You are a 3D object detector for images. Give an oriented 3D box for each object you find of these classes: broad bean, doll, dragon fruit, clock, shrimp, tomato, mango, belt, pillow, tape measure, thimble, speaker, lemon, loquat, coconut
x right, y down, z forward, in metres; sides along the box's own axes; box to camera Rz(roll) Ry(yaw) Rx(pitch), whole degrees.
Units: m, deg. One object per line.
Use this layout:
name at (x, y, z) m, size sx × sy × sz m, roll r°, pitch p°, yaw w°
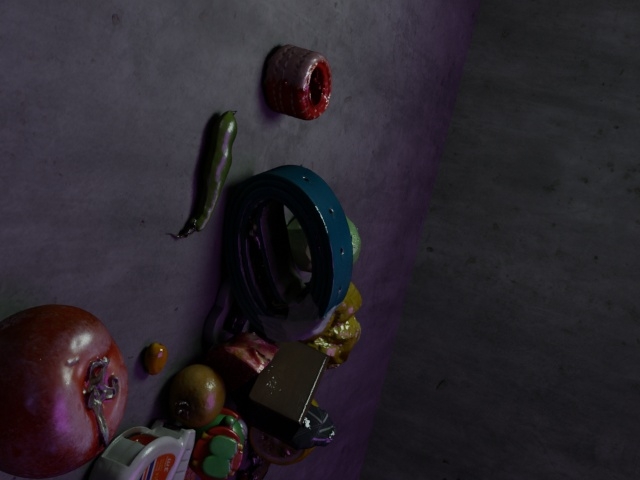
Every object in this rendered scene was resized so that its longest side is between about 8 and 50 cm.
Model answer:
broad bean at (-0.246, -0.147, 1.542) m, size 0.318 × 0.056 × 0.098 m, roll -69°, pitch 159°, yaw -7°
doll at (-0.274, 0.527, 1.795) m, size 0.363 × 0.160 × 0.183 m, roll 115°, pitch -12°, yaw -83°
dragon fruit at (-0.211, 0.300, 1.770) m, size 0.161 × 0.126 × 0.274 m, roll -36°, pitch 176°, yaw -43°
clock at (-0.229, 0.197, 1.828) m, size 0.198 × 0.064 × 0.172 m, roll -68°, pitch 158°, yaw -14°
shrimp at (-0.224, 0.751, 2.269) m, size 0.173 × 0.058 × 0.253 m, roll -52°, pitch 152°, yaw -28°
tomato at (-0.442, 0.239, 1.084) m, size 0.270 × 0.227 × 0.270 m, roll -2°, pitch 90°, yaw -80°
mango at (-0.373, 0.270, 1.543) m, size 0.060 × 0.046 × 0.089 m, roll -39°, pitch 153°, yaw -53°
belt at (-0.080, 0.033, 1.725) m, size 0.173 × 0.300 × 0.437 m, roll -36°, pitch 121°, yaw -59°
pillow at (-0.110, 0.494, 1.999) m, size 0.161 × 0.335 × 0.092 m, roll -52°, pitch 173°, yaw -39°
tape measure at (-0.409, 0.545, 1.539) m, size 0.265 × 0.130 × 0.258 m, roll 26°, pitch 77°, yaw -64°
thimble at (-0.057, -0.400, 1.745) m, size 0.163 × 0.125 × 0.189 m, roll -65°, pitch 158°, yaw -16°
speaker at (-0.101, 0.407, 1.905) m, size 0.153 × 0.192 × 0.231 m, roll 115°, pitch 1°, yaw -50°
lemon at (-0.108, 0.570, 2.169) m, size 0.219 × 0.240 × 0.240 m, roll -61°, pitch 160°, yaw -67°
loquat at (-0.301, 0.379, 1.670) m, size 0.163 × 0.137 × 0.163 m, roll 24°, pitch 90°, yaw -83°
coconut at (0.000, 0.000, 2.082) m, size 0.236 × 0.236 × 0.204 m, roll -65°, pitch -171°, yaw -22°

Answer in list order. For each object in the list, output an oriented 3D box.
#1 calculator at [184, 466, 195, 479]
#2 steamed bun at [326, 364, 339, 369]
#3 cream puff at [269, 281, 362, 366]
calculator at (-0.386, 0.676, 1.821) m, size 0.146 × 0.032 × 0.235 m, roll 31°, pitch 75°, yaw -68°
steamed bun at (0.001, 0.361, 2.355) m, size 0.106 × 0.192 × 0.177 m, roll -37°, pitch 131°, yaw -36°
cream puff at (-0.006, 0.263, 2.053) m, size 0.291 × 0.324 × 0.257 m, roll -20°, pitch 82°, yaw -58°
